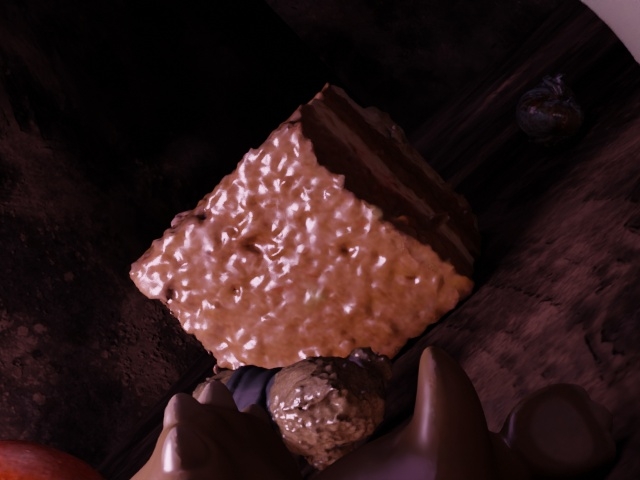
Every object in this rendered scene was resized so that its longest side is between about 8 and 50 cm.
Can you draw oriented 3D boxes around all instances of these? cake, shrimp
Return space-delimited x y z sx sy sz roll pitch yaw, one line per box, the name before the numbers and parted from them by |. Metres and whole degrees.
cake | 0.000 0.000 1.268 0.282 0.256 0.290 -41 9 22
shrimp | 0.277 -0.158 1.447 0.233 0.079 0.090 -41 -40 -74

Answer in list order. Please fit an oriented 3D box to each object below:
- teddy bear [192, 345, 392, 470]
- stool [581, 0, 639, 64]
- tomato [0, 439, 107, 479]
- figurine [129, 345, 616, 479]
teddy bear | -0.049 0.161 1.001 0.251 0.129 0.182 -42 7 36
stool | 0.413 -0.332 1.194 0.243 0.170 0.269 -45 4 -21
tomato | -0.319 0.323 1.188 0.265 0.265 0.265 -44 4 4
figurine | -0.010 0.137 0.582 0.247 0.173 0.177 -42 4 28
